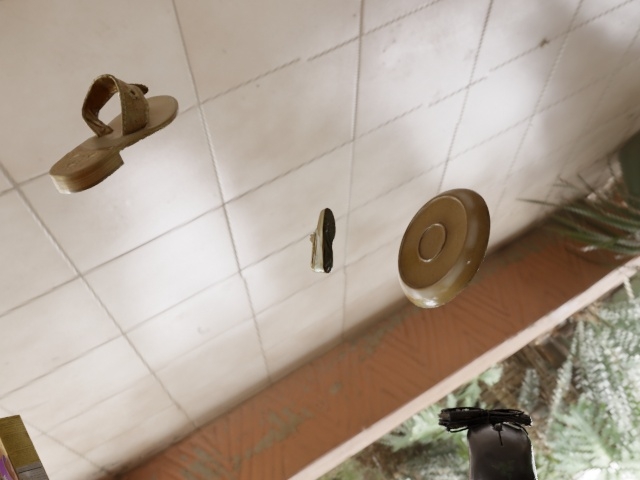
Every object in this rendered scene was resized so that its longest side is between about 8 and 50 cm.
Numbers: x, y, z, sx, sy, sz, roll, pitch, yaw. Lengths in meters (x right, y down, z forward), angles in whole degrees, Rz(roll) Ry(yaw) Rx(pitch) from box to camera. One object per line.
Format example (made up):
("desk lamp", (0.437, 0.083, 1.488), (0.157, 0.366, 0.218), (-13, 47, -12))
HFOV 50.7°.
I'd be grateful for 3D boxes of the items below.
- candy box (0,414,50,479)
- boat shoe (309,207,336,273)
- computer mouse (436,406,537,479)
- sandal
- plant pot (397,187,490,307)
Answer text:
("candy box", (-0.519, 0.407, 1.153), (0.053, 0.187, 0.109), (1, 132, -49))
("boat shoe", (0.000, 0.000, 1.374), (0.045, 0.136, 0.050), (-5, 163, 34))
("computer mouse", (0.319, 0.379, 1.240), (0.188, 0.272, 0.072), (-1, 112, 4))
("sandal", (-0.236, -0.148, 0.772), (0.088, 0.240, 0.079), (-2, 124, 18))
("plant pot", (0.214, 0.007, 1.244), (0.032, 0.236, 0.236), (24, 123, -27))
